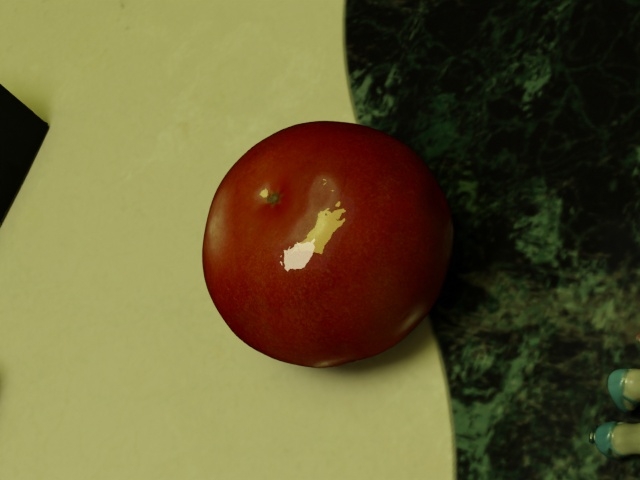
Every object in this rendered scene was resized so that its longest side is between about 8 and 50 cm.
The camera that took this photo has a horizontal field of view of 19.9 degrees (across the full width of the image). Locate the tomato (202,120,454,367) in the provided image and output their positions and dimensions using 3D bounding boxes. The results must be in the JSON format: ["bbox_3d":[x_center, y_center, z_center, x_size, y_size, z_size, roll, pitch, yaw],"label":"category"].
[{"bbox_3d":[0.000,0.000,1.337,0.195,0.136,0.195,-16,57,25],"label":"tomato"}]

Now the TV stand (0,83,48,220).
[{"bbox_3d":[-0.346,-0.012,1.598,0.083,0.088,0.269,14,72,36],"label":"TV stand"}]

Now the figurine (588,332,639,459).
[{"bbox_3d":[0.263,0.112,1.106,0.260,0.103,0.205,-9,44,48],"label":"figurine"}]
